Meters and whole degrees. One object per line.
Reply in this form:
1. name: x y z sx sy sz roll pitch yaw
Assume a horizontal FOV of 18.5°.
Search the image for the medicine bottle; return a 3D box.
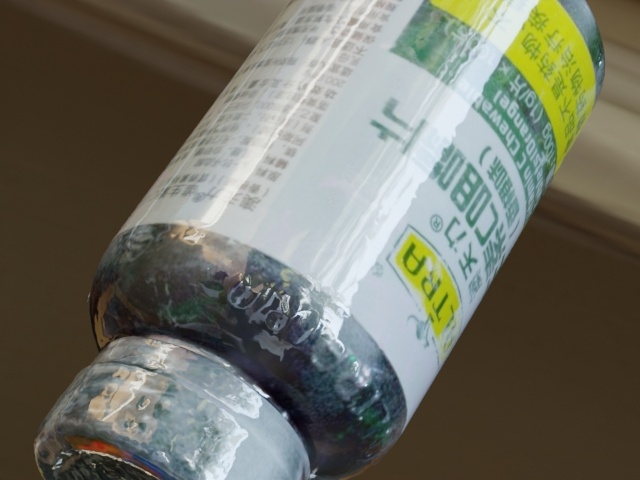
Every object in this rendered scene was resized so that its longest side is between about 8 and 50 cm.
1. medicine bottle: 0.000 0.000 0.818 0.293 0.141 0.141 -56 -173 -30
